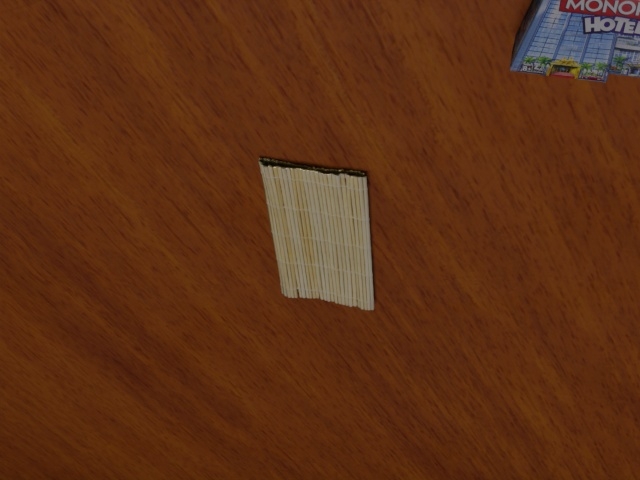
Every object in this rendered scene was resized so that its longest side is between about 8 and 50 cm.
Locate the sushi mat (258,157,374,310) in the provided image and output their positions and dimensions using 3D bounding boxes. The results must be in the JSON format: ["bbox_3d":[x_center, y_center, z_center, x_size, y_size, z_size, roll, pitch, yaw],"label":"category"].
[{"bbox_3d":[0.000,0.000,1.425,0.152,0.019,0.316,7,143,11],"label":"sushi mat"}]

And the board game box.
[{"bbox_3d":[0.294,-0.244,0.958,0.194,0.060,0.194,8,144,10],"label":"board game box"}]
